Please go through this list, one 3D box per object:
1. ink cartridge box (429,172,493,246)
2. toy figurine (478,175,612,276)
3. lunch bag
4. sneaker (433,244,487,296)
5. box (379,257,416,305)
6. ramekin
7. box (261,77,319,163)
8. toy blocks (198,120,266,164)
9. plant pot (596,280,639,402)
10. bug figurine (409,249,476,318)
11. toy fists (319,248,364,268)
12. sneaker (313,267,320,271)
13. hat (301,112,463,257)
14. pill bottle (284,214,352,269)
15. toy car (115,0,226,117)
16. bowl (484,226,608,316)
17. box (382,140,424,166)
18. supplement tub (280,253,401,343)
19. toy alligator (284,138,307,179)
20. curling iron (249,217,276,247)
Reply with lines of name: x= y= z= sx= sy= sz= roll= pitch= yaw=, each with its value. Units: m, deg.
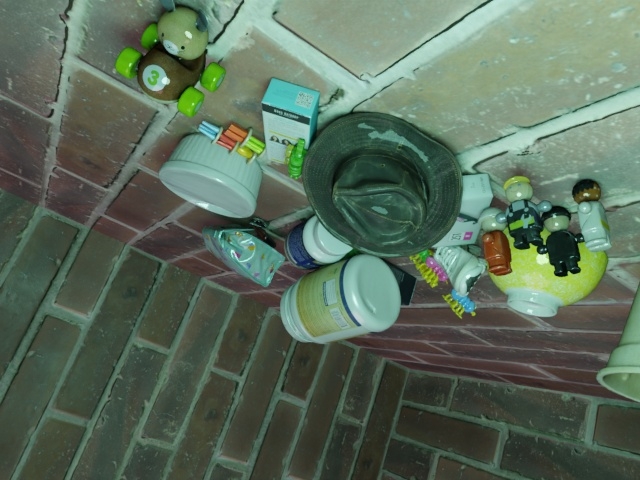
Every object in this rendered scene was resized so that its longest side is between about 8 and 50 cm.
ink cartridge box: x=0.244 y=-0.054 z=1.193 sx=0.239 sy=0.060 sz=0.275 roll=-6 pitch=158 yaw=6
toy figurine: x=0.426 y=-0.029 z=1.013 sx=0.213 sy=0.148 sz=0.209 roll=1 pitch=155 yaw=0
lunch bag: x=-0.293 y=0.028 z=1.900 sx=0.262 sy=0.160 sz=0.223 roll=38 pitch=170 yaw=-26
sneaker: x=0.340 y=0.055 z=1.325 sx=0.118 sy=0.110 sz=0.292 roll=33 pitch=-166 yaw=3
box: x=0.210 y=0.144 z=1.861 sx=0.207 sy=0.108 sz=0.153 roll=30 pitch=159 yaw=-27
ramekin: x=-0.282 y=-0.176 z=1.406 sx=0.273 sy=0.127 sz=0.273 roll=17 pitch=162 yaw=6
box: x=-0.062 y=-0.234 z=1.106 sx=0.101 sy=0.060 sz=0.244 roll=18 pitch=162 yaw=2
toy blocks: x=-0.208 y=-0.244 z=1.245 sx=0.148 sy=0.054 sz=0.123 roll=28 pitch=161 yaw=-24
plant pot: x=0.752 y=0.168 z=1.032 sx=0.334 sy=0.305 sz=0.334 roll=18 pitch=162 yaw=6
bug figurine: x=0.343 y=0.096 z=1.505 sx=0.216 sy=0.072 sz=0.279 roll=43 pitch=-169 yaw=-23
toy fists: x=0.085 y=0.093 z=1.746 sx=0.142 sy=0.096 sz=0.279 roll=55 pitch=143 yaw=14
sneaker: x=0.011 y=0.186 z=2.232 sx=0.145 sy=0.090 sz=0.270 roll=24 pitch=158 yaw=-10
hat: x=0.106 y=-0.075 z=1.020 sx=0.332 sy=0.134 sz=0.331 roll=8 pitch=122 yaw=13
pill bottle: x=0.000 y=0.000 z=1.583 sx=0.153 sy=0.153 sz=0.265 roll=25 pitch=162 yaw=-16
toy car: x=-0.245 y=-0.336 z=0.897 sx=0.155 sy=0.148 sz=0.188 roll=32 pitch=150 yaw=-5
bowl: x=0.536 y=0.096 z=1.296 sx=0.290 sy=0.155 sz=0.289 roll=17 pitch=162 yaw=6
box: x=0.156 y=-0.170 z=1.129 sx=0.165 sy=0.021 sz=0.201 roll=12 pitch=161 yaw=22
supplement tub: x=0.053 y=0.183 z=1.570 sx=0.316 sy=0.228 sz=0.228 roll=-22 pitch=138 yaw=40
toy alligator: x=-0.052 y=-0.157 z=1.136 sx=0.056 sy=0.051 sz=0.189 roll=20 pitch=163 yaw=-1
curling iron: x=-0.202 y=-0.019 z=1.934 sx=0.068 sy=0.035 sz=0.274 roll=16 pitch=162 yaw=12
